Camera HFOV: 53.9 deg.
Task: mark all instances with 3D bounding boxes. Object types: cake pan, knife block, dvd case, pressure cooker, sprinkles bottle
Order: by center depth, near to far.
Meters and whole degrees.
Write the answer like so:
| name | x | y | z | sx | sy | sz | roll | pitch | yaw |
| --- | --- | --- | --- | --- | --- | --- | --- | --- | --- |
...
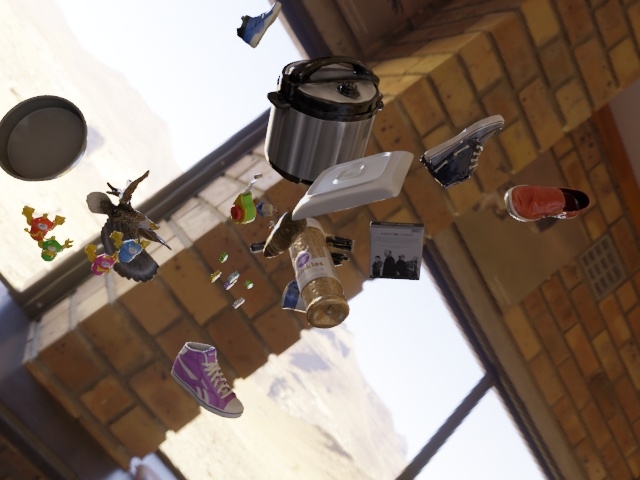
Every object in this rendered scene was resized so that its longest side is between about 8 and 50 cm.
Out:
| name | x | y | z | sx | sy | sz | roll | pitch | yaw |
| --- | --- | --- | --- | --- | --- | --- | --- | --- | --- |
| sprinkles bottle | -0.015 | 0.085 | 1.782 | 0.355 | 0.121 | 0.121 | -109 | 174 | -48 |
| cake pan | -0.850 | -0.307 | 1.934 | 0.293 | 0.293 | 0.054 | 51 | -9 | 15 |
| dvd case | 0.258 | 0.039 | 2.156 | 0.029 | 0.179 | 0.238 | -80 | 170 | -51 |
| pressure cooker | 0.015 | -0.436 | 2.177 | 0.376 | 0.370 | 0.420 | 19 | -52 | 6 |
| knife block | 0.000 | 0.000 | 2.662 | 0.275 | 0.242 | 0.088 | 58 | 23 | 11 |

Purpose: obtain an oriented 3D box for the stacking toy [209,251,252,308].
| name | x | y | z | sx | sy | sz | roll | pitch | yaw |
| --- | --- | --- | --- | --- | --- | --- | --- | --- | --- |
| stacking toy | -0.357 | 0.161 | 2.489 | 0.167 | 0.052 | 0.221 | 47 | -33 | 9 |

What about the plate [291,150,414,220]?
| name | x | y | z | sx | sy | sz | roll | pitch | yaw |
| --- | --- | --- | --- | --- | --- | --- | --- | --- | --- |
| plate | 0.081 | -0.151 | 1.578 | 0.045 | 0.277 | 0.278 | 68 | 25 | -20 |

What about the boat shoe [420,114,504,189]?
| name | x | y | z | sx | sy | sz | roll | pitch | yaw |
| --- | --- | --- | --- | --- | --- | --- | --- | --- | --- |
| boat shoe | 0.559 | -0.322 | 2.353 | 0.158 | 0.341 | 0.127 | 62 | 8 | 16 |

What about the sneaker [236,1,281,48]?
| name | x | y | z | sx | sy | sz | roll | pitch | yaw |
| --- | --- | --- | --- | --- | --- | --- | --- | --- | --- |
| sneaker | -0.183 | -0.636 | 1.807 | 0.085 | 0.152 | 0.058 | 35 | 3 | -2 |

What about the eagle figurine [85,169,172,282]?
| name | x | y | z | sx | sy | sz | roll | pitch | yaw |
| --- | --- | --- | --- | --- | --- | --- | --- | --- | --- |
| eagle figurine | -0.603 | -0.041 | 2.038 | 0.225 | 0.226 | 0.298 | 42 | -36 | 42 |

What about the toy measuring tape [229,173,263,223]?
| name | x | y | z | sx | sy | sz | roll | pitch | yaw |
| --- | --- | --- | --- | --- | --- | --- | --- | --- | --- |
| toy measuring tape | -0.319 | -0.165 | 2.820 | 0.121 | 0.121 | 0.330 | 52 | -43 | 8 |

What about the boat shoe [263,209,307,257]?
| name | x | y | z | sx | sy | sz | roll | pitch | yaw |
| --- | --- | --- | --- | --- | --- | --- | --- | --- | --- |
| boat shoe | -0.090 | -0.017 | 1.536 | 0.064 | 0.178 | 0.060 | 46 | -53 | -8 |

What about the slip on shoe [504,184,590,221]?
| name | x | y | z | sx | sy | sz | roll | pitch | yaw |
| --- | --- | --- | --- | --- | --- | --- | --- | --- | --- |
| slip on shoe | 0.720 | -0.126 | 2.000 | 0.101 | 0.331 | 0.123 | -33 | -120 | 59 |

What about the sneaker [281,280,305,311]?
| name | x | y | z | sx | sy | sz | roll | pitch | yaw |
| --- | --- | --- | --- | --- | --- | --- | --- | --- | --- |
| sneaker | 0.002 | 0.210 | 2.241 | 0.182 | 0.127 | 0.315 | 23 | 16 | 18 |

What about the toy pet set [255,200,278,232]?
| name | x | y | z | sx | sy | sz | roll | pitch | yaw |
| --- | --- | --- | --- | --- | --- | --- | --- | --- | --- |
| toy pet set | -0.227 | -0.099 | 2.629 | 0.114 | 0.065 | 0.122 | 70 | 23 | -56 |

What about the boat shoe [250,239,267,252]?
| name | x | y | z | sx | sy | sz | roll | pitch | yaw |
| --- | --- | --- | --- | --- | --- | --- | --- | --- | --- |
| boat shoe | -0.219 | 0.017 | 2.494 | 0.046 | 0.125 | 0.038 | -148 | -133 | -64 |

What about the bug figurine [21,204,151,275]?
| name | x | y | z | sx | sy | sz | roll | pitch | yaw |
| --- | --- | --- | --- | --- | --- | --- | --- | --- | --- |
| bug figurine | -0.539 | 0.015 | 1.423 | 0.279 | 0.072 | 0.216 | 17 | -29 | -23 |

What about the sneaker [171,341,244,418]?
| name | x | y | z | sx | sy | sz | roll | pitch | yaw |
| --- | --- | --- | --- | --- | --- | --- | --- | --- | --- |
| sneaker | -0.340 | 0.431 | 1.980 | 0.282 | 0.161 | 0.102 | 33 | 21 | 14 |
